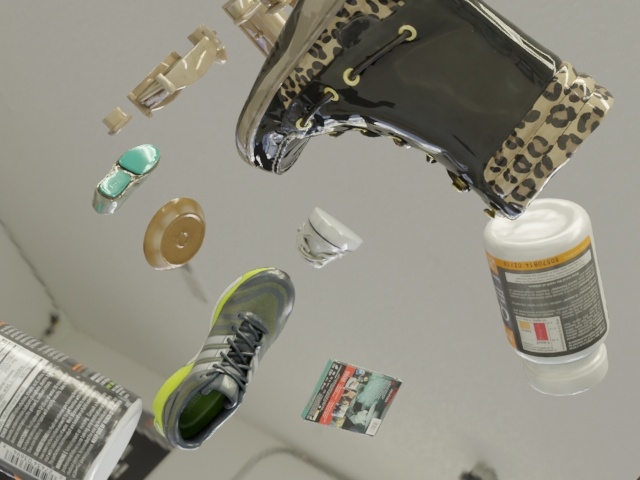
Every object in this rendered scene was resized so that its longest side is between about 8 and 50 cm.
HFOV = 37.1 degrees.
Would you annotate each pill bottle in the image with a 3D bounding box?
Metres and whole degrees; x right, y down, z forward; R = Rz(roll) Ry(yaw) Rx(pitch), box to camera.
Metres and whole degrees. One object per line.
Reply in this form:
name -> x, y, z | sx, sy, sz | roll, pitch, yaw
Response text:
pill bottle -> 0.354, 0.089, 1.466 | 0.162, 0.162, 0.278 | 12, -51, 47
pill bottle -> -0.315, 0.159, 0.965 | 0.245, 0.130, 0.130 | 28, -29, 3

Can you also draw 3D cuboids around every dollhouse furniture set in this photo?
dollhouse furniture set -> -0.187, -0.292, 1.739 | 0.174, 0.355, 0.303 | 46, -20, -17

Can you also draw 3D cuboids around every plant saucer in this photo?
plant saucer -> -0.147, -0.004, 0.996 | 0.015, 0.083, 0.083 | 26, -33, 35

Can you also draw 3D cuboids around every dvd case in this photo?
dvd case -> 0.042, 0.205, 1.234 | 0.119, 0.087, 0.013 | 20, 10, -32

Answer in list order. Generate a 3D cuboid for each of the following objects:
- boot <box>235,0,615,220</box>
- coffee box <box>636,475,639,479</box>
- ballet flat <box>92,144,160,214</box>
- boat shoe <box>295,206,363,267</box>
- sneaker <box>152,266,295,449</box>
boot -> 0.084, -0.121, 0.950 | 0.284, 0.138, 0.377 | 36, -37, 0
coffee box -> 0.614, 0.420, 1.502 | 0.119, 0.168, 0.297 | 36, -15, 44
ballet flat -> -0.399, -0.124, 1.944 | 0.072, 0.213, 0.068 | 32, -50, 2
boat shoe -> 0.000, 0.000, 1.571 | 0.096, 0.088, 0.267 | 35, 2, -10
sneaker -> -0.125, 0.175, 1.352 | 0.111, 0.300, 0.121 | 31, 1, -21
